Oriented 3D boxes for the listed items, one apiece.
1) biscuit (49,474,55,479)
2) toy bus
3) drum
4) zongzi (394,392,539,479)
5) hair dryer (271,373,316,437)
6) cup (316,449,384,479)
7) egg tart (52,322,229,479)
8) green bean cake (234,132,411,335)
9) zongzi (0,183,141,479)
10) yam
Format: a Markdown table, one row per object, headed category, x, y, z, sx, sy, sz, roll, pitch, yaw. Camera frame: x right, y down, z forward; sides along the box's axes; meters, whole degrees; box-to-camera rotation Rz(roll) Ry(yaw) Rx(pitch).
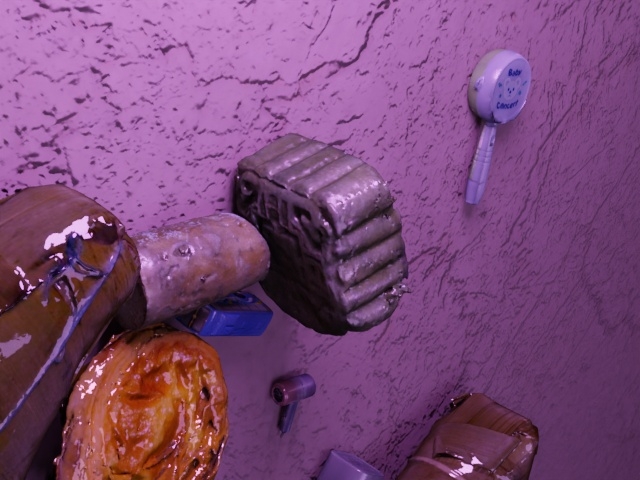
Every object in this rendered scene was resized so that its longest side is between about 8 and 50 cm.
| category | x | y | z | sx | sy | sz | roll | pitch | yaw |
| --- | --- | --- | --- | --- | --- | --- | --- | --- | --- |
| biscuit | -0.313 | 0.325 | 1.183 | 0.089 | 0.027 | 0.087 | -11 | 121 | -44 |
| toy bus | -0.123 | 0.095 | 1.223 | 0.153 | 0.061 | 0.051 | 10 | 110 | -62 |
| drum | 0.262 | -0.182 | 1.503 | 0.130 | 0.049 | 0.253 | 8 | 106 | -50 |
| zongzi | 0.207 | 0.586 | 1.785 | 0.467 | 0.218 | 0.500 | -34 | 138 | -26 |
| hair dryer | -0.051 | 0.259 | 1.437 | 0.063 | 0.037 | 0.114 | -12 | 128 | -42 |
| cup | 0.045 | 0.438 | 1.600 | 0.128 | 0.095 | 0.129 | 26 | 91 | -52 |
| egg tart | -0.232 | 0.236 | 1.135 | 0.297 | 0.132 | 0.297 | -6 | 97 | -59 |
| green bean cake | 0.000 | 0.000 | 1.182 | 0.125 | 0.222 | 0.227 | -34 | 131 | -31 |
| zongzi | -0.312 | 0.159 | 0.970 | 0.356 | 0.174 | 0.393 | -42 | 139 | -28 |
| yam | -0.158 | 0.030 | 1.116 | 0.194 | 0.107 | 0.107 | -19 | 125 | -42 |
